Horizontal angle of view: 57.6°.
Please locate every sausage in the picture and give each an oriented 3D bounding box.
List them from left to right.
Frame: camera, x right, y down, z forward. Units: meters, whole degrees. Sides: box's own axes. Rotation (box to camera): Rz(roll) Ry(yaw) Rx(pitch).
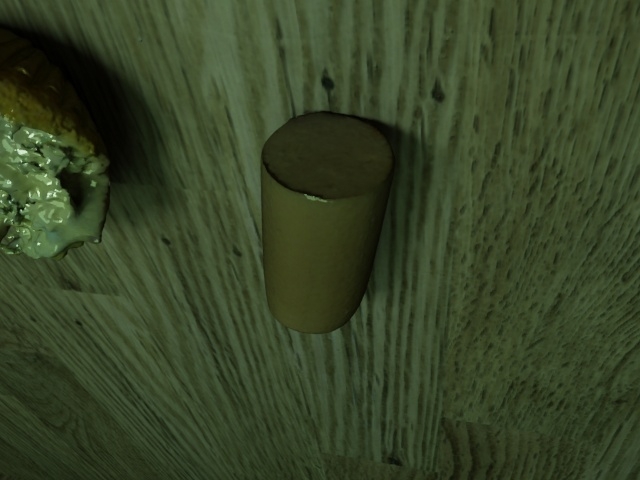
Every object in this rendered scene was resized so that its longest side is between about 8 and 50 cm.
[{"bbox_3d":[0.000,0.000,0.604,0.123,0.123,0.252,12,141,6],"label":"sausage"}]

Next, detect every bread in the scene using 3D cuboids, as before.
[{"bbox_3d":[-0.331,-0.102,0.582,0.275,0.149,0.274,6,143,4],"label":"bread"}]
